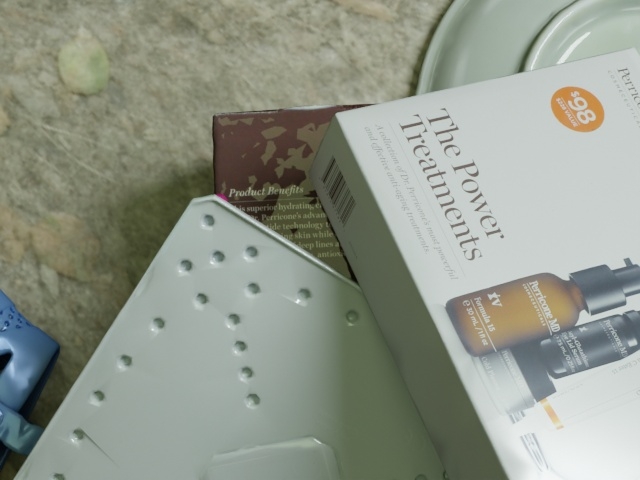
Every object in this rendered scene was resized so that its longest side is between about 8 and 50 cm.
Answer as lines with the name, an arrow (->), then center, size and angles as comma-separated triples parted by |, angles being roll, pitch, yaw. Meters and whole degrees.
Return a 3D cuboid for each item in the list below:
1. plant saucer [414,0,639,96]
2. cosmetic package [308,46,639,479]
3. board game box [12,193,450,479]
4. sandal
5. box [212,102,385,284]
plant saucer -> 0.280, -0.112, 1.675 | 0.400, 0.100, 0.400 | -1, 81, 5
cosmetic package -> 0.196, 0.046, 1.466 | 0.284, 0.097, 0.377 | -14, 64, -25
board game box -> -0.032, 0.212, 1.557 | 0.390, 0.050, 0.390 | 32, 105, -6
sandal -> -0.295, 0.105, 1.677 | 0.138, 0.126, 0.317 | -10, 88, -1
box -> 0.000, 0.000, 1.641 | 0.168, 0.167, 0.203 | -2, 80, 5
